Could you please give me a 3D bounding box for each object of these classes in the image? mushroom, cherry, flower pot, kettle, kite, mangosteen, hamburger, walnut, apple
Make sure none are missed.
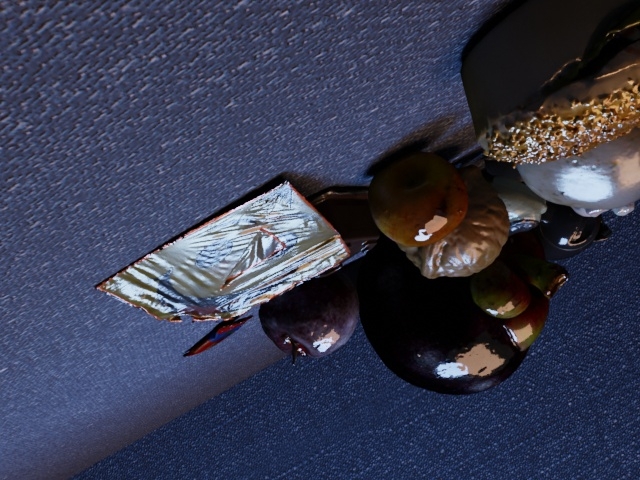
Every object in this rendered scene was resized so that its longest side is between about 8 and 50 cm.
[{"bbox_3d":[0.432,-0.175,1.634,0.243,0.244,0.243,-29,171,-5],"label":"mushroom"},{"bbox_3d":[-0.018,0.132,1.936,0.195,0.195,0.195,-29,171,-5],"label":"cherry"},{"bbox_3d":[0.000,0.000,1.535,0.178,0.084,0.251,-32,171,21],"label":"flower pot"},{"bbox_3d":[0.451,-0.060,2.115,0.290,0.268,0.208,-107,-144,-82],"label":"kettle"},{"bbox_3d":[-0.108,0.024,1.334,0.377,0.013,0.327,-4,148,-34],"label":"kite"},{"bbox_3d":[0.273,0.106,2.012,0.382,0.382,0.435,-24,171,-30],"label":"mangosteen"},{"bbox_3d":[0.300,-0.188,1.145,0.302,0.170,0.302,-27,171,-5],"label":"hamburger"},{"bbox_3d":[0.209,-0.032,1.655,0.213,0.213,0.213,-29,171,-5],"label":"walnut"},{"bbox_3d":[0.142,-0.061,1.478,0.146,0.147,0.146,-29,171,-5],"label":"apple"}]

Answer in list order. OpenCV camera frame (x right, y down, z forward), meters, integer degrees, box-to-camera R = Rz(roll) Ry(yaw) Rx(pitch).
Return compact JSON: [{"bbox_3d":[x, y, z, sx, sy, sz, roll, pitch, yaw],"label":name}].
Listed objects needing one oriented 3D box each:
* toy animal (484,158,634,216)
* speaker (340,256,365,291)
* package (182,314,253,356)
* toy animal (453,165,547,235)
[{"bbox_3d":[0.494,-0.164,1.845,0.367,0.241,0.196,-14,160,-8],"label":"toy animal"},{"bbox_3d":[0.104,0.078,2.298,0.218,0.082,0.044,-26,170,-28],"label":"speaker"},{"bbox_3d":[-0.221,0.206,2.182,0.083,0.022,0.200,-22,170,-39],"label":"package"},{"bbox_3d":[0.293,-0.072,1.810,0.121,0.225,0.094,125,-16,-65],"label":"toy animal"}]
